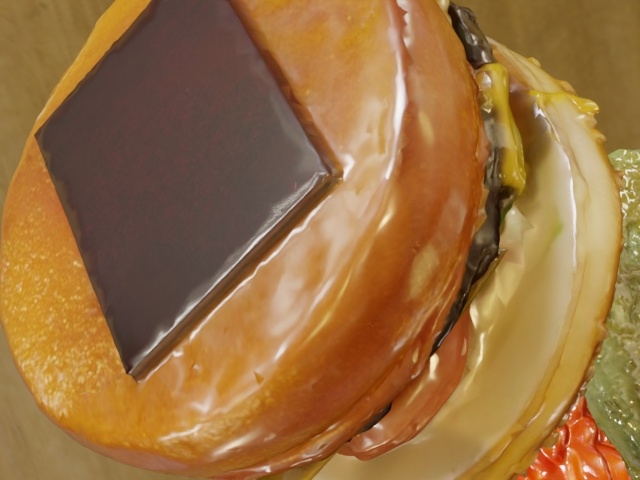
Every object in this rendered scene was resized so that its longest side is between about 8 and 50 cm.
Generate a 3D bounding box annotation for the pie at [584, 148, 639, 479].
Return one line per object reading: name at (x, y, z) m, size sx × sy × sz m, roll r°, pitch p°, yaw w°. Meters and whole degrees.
pie at (0.261, 0.061, 1.015) m, size 0.277 × 0.078 × 0.277 m, roll 19°, pitch 61°, yaw -39°

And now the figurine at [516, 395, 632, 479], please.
figurine at (0.225, 0.191, 1.350) m, size 0.241 × 0.412 × 0.306 m, roll -38°, pitch 100°, yaw 26°

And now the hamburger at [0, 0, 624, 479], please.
hamburger at (0.000, 0.000, 0.703) m, size 0.225 × 0.291 × 0.291 m, roll 21°, pitch 95°, yaw -44°
